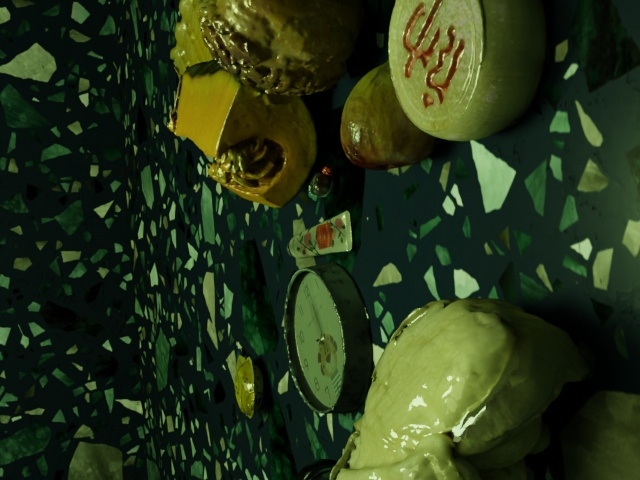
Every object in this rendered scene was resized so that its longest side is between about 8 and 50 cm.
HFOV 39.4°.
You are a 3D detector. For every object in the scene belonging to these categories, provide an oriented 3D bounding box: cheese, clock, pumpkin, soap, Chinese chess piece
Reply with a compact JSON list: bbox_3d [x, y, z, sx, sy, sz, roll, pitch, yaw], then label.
[{"bbox_3d":[-0.187,0.353,2.263,0.250,0.064,0.157,-127,40,-64],"label":"cheese"},{"bbox_3d":[0.008,0.200,1.815,0.312,0.061,0.313,175,90,-65],"label":"clock"},{"bbox_3d":[-0.142,-0.229,1.822,0.256,0.303,0.225,-50,40,-4],"label":"pumpkin"},{"bbox_3d":[0.018,0.529,1.765,0.194,0.149,0.194,-12,-90,-81],"label":"pumpkin"},{"bbox_3d":[-0.233,-0.439,2.118,0.335,0.156,0.294,64,144,39],"label":"soap"},{"bbox_3d":[0.201,-0.275,1.257,0.270,0.112,0.270,174,90,-66],"label":"Chinese chess piece"}]

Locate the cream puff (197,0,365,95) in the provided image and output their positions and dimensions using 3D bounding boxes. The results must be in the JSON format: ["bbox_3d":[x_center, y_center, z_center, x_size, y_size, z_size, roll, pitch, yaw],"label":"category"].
[{"bbox_3d":[-0.092,-0.401,1.597,0.343,0.327,0.231,42,119,10],"label":"cream puff"}]

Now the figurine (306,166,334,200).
[{"bbox_3d":[-0.001,-0.113,1.804,0.106,0.047,0.060,159,126,-74],"label":"figurine"}]

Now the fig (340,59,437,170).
[{"bbox_3d":[0.123,-0.237,1.433,0.159,0.159,0.257,-6,68,65],"label":"fig"}]

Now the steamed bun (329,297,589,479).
[{"bbox_3d":[0.190,0.252,1.208,0.372,0.230,0.325,-59,16,6],"label":"steamed bun"}]

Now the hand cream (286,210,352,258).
[{"bbox_3d":[0.000,0.000,1.826,0.234,0.050,0.080,-19,73,58],"label":"hand cream"}]
